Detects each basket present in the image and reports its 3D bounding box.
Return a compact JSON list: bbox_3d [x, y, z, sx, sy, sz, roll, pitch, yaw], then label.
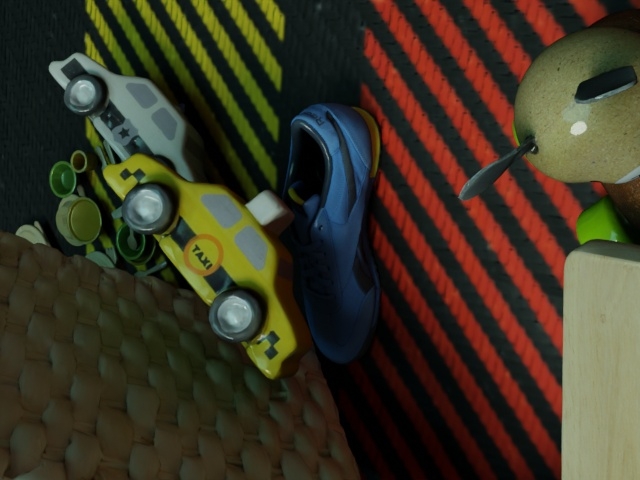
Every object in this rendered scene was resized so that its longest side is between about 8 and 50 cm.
[{"bbox_3d":[-0.161,0.195,0.659,0.331,0.328,0.266,-115,45,-65],"label":"basket"}]

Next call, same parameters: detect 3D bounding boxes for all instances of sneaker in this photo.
[{"bbox_3d":[0.000,0.000,0.709,0.069,0.082,0.209,11,107,36],"label":"sneaker"}]

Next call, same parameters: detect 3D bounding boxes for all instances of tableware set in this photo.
[{"bbox_3d":[-0.268,0.028,0.983,0.168,0.020,0.141,-33,78,38],"label":"tableware set"},{"bbox_3d":[-0.216,-0.020,0.911,0.104,0.024,0.154,-28,79,28],"label":"tableware set"}]

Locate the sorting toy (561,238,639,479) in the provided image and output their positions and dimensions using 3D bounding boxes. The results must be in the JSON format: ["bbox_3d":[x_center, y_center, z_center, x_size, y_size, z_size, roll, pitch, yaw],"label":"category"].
[{"bbox_3d":[0.265,0.130,0.487,0.255,0.089,0.257,12,117,37],"label":"sorting toy"}]

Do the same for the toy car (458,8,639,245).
[{"bbox_3d":[0.160,-0.056,0.489,0.155,0.188,0.149,-40,73,38],"label":"toy car"}]

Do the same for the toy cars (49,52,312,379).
[{"bbox_3d":[-0.100,-0.047,0.724,0.087,0.176,0.394,-40,39,0],"label":"toy cars"}]
